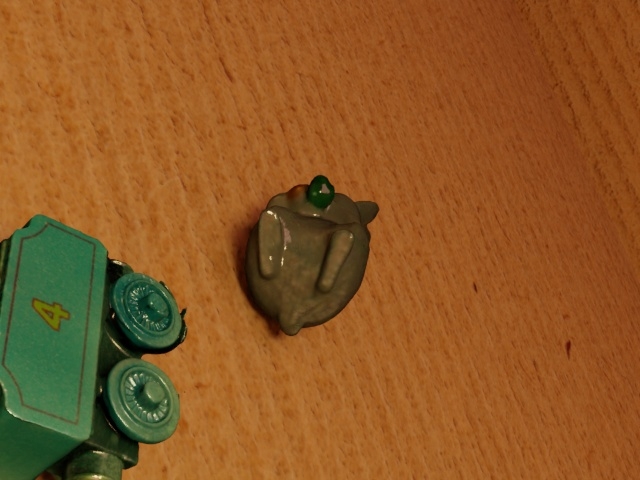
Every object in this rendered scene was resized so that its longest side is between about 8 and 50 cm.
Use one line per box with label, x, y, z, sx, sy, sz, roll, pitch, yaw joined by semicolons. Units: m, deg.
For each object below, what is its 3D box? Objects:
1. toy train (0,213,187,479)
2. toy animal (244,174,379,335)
toy train;-0.180;0.082;0.799;0.154;0.107;0.198;28;41;-32
toy animal;-0.003;0.001;1.168;0.125;0.127;0.251;45;15;0
